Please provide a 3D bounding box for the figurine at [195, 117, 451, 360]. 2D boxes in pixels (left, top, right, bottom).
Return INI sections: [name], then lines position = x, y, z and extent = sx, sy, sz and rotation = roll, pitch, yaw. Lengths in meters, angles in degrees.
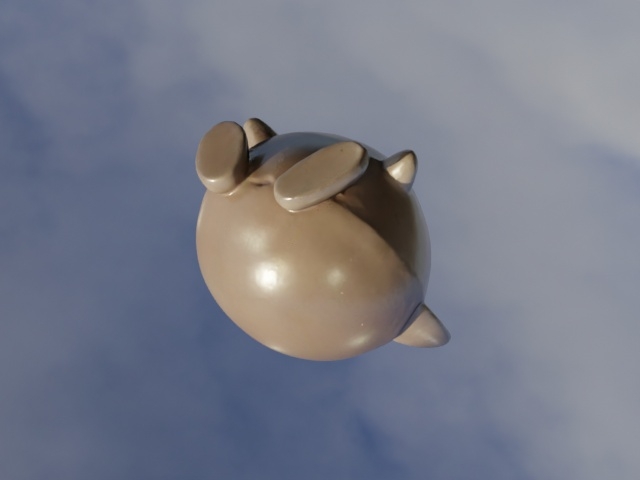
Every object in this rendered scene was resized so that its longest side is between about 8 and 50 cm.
[figurine]
position = 0.000, 0.000, 0.486
extent = 0.138, 0.125, 0.125
rotation = 54, -151, -46
